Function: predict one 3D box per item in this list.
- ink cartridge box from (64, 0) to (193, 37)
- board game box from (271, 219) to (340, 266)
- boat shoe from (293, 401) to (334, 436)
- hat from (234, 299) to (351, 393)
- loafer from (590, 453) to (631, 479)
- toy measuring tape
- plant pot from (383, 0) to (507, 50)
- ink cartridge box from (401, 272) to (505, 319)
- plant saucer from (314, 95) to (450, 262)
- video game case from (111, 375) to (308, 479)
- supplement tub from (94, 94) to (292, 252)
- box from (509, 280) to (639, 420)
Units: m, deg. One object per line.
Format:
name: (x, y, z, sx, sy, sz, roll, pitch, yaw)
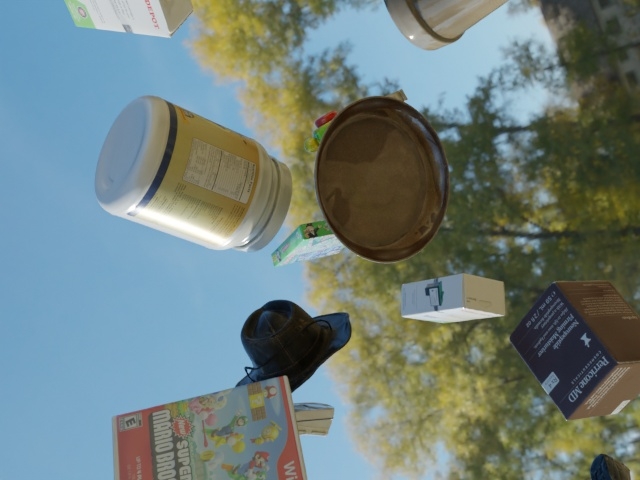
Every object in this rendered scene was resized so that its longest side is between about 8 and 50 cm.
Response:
ink cartridge box: (-0.439, -0.569, 1.894, 0.115, 0.273, 0.198, -60, -29, -35)
board game box: (0.000, 0.000, 2.470, 0.317, 0.213, 0.046, 140, 118, -66)
boat shoe: (-0.075, 0.418, 1.951, 0.258, 0.095, 0.084, 6, -87, -34)
hat: (-0.090, 0.204, 1.805, 0.134, 0.331, 0.331, 54, -154, -13)
loafer: (0.475, 0.416, 1.353, 0.061, 0.062, 0.170, 16, -135, -11)
toy measuring tape: (0.086, -0.321, 2.358, 0.330, 0.121, 0.121, -32, -75, -22)
plant pot: (0.341, -0.656, 2.083, 0.323, 0.280, 0.323, 13, -108, -45)
ink cartridge box: (0.338, 0.151, 2.197, 0.160, 0.219, 0.093, 12, -108, -38)
plant saucer: (0.110, -0.113, 1.615, 0.310, 0.050, 0.311, 1, -91, -33)
video game case: (-0.171, 0.326, 1.302, 0.025, 0.285, 0.204, 78, 178, -51)
supplement tub: (-0.233, -0.113, 1.612, 0.316, 0.228, 0.228, 21, -130, -35)
box: (0.503, 0.201, 1.619, 0.167, 0.168, 0.203, 2, -138, -34)
